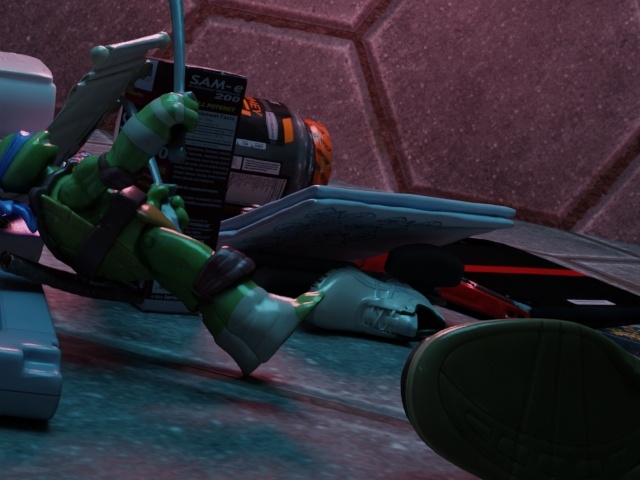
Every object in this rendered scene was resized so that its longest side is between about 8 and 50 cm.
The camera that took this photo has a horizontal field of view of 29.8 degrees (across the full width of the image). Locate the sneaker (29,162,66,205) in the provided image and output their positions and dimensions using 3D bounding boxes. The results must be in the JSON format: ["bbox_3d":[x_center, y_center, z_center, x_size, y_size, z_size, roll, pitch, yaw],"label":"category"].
[{"bbox_3d":[-0.371,-0.066,1.550,0.236,0.095,0.104,14,0,26],"label":"sneaker"}]

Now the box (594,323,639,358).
[{"bbox_3d":[0.435,0.146,1.327,0.233,0.044,0.159,16,8,35],"label":"box"}]

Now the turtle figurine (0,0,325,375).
[{"bbox_3d":[-0.103,-0.037,0.959,0.266,0.198,0.274,42,39,-1],"label":"turtle figurine"}]

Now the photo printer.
[{"bbox_3d":[-0.525,-0.210,1.617,0.307,0.107,0.256,6,12,-21],"label":"photo printer"}]

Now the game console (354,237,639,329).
[{"bbox_3d":[0.262,0.065,1.708,0.342,0.060,0.386,25,15,41],"label":"game console"}]

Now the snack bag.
[{"bbox_3d":[0.000,0.000,1.401,0.323,0.037,0.342,3,-14,-43],"label":"snack bag"}]

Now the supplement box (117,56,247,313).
[{"bbox_3d":[-0.153,-0.058,1.203,0.073,0.239,0.130,6,8,-35],"label":"supplement box"}]

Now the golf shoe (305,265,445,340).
[{"bbox_3d":[0.061,0.071,1.251,0.176,0.069,0.086,3,17,-46],"label":"golf shoe"}]

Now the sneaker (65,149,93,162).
[{"bbox_3d":[-0.367,-0.102,1.774,0.125,0.104,0.262,14,7,0],"label":"sneaker"}]

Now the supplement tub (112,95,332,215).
[{"bbox_3d":[-0.165,-0.148,2.037,0.338,0.207,0.207,8,8,-28],"label":"supplement tub"}]

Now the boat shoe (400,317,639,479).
[{"bbox_3d":[0.186,0.124,0.881,0.342,0.123,0.123,7,-6,-31],"label":"boat shoe"}]

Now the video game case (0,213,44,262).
[{"bbox_3d":[-0.435,-0.049,1.153,0.244,0.061,0.269,3,26,-43],"label":"video game case"}]

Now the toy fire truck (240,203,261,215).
[{"bbox_3d":[-0.055,-0.013,1.792,0.135,0.047,0.192,13,6,5],"label":"toy fire truck"}]

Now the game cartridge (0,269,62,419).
[{"bbox_3d":[-0.293,0.055,0.852,0.198,0.062,0.297,5,9,-17],"label":"game cartridge"}]

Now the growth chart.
[{"bbox_3d":[-0.233,-0.100,1.100,0.021,0.237,0.172,43,13,1],"label":"growth chart"}]

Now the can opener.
[{"bbox_3d":[0.034,0.038,1.362,0.280,0.093,0.074,2,24,-34],"label":"can opener"}]
